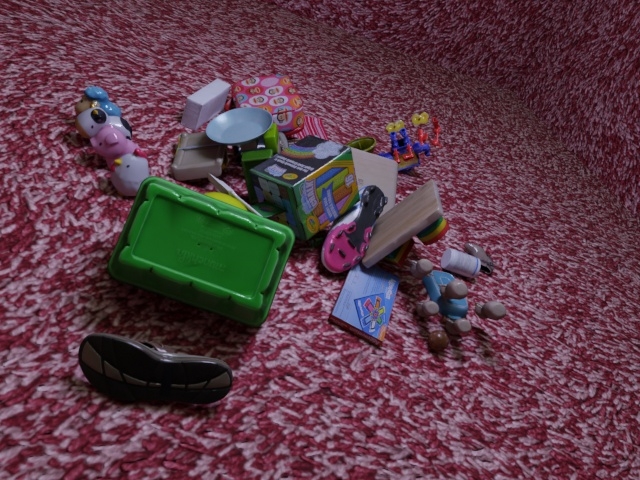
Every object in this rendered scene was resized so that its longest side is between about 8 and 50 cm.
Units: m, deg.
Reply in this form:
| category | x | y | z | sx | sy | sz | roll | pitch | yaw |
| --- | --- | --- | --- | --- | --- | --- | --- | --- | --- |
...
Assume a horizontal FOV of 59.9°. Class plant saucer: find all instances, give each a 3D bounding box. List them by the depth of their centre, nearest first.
| category | x | y | z | sx | sy | sz | roll | pitch | yaw |
| --- | --- | --- | --- | --- | --- | --- | --- | --- | --- |
| plant saucer | -0.228 | -0.318 | 1.593 | 0.194 | 0.037 | 0.195 | -5 | 43 | 5 |

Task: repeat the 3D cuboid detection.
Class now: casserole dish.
| category | x | y | z | sx | sy | sz | roll | pitch | yaw |
| --- | --- | --- | --- | --- | --- | --- | --- | --- | --- |
| casserole dish | 0.370 | 0.151 | 1.629 | 0.114 | 0.037 | 0.188 | 11 | 38 | -22 |

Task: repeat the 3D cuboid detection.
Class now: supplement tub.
| category | x | y | z | sx | sy | sz | roll | pitch | yaw |
| --- | --- | --- | --- | --- | --- | --- | --- | --- | --- |
| supplement tub | 0.442 | 0.072 | 1.752 | 0.107 | 0.071 | 0.071 | 20 | 34 | -12 |

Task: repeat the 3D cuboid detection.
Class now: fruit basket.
| category | x | y | z | sx | sy | sz | roll | pitch | yaw |
| --- | --- | --- | --- | --- | --- | --- | --- | --- | --- |
| fruit basket | -0.256 | 0.010 | 1.257 | 0.391 | 0.283 | 0.392 | 19 | -9 | 3 |

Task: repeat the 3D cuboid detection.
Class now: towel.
| category | x | y | z | sx | sy | sz | roll | pitch | yaw |
| --- | --- | --- | --- | --- | --- | --- | --- | --- | --- |
| towel | -0.099 | -0.435 | 2.089 | 0.274 | 0.031 | 0.199 | 11 | 38 | -23 |

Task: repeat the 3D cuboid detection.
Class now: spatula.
| category | x | y | z | sx | sy | sz | roll | pitch | yaw |
| --- | --- | --- | --- | --- | --- | --- | --- | --- | --- |
| spatula | -0.198 | -0.070 | 1.446 | 0.242 | 0.168 | 0.019 | 41 | 69 | 13 |

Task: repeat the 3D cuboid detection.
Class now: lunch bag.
| category | x | y | z | sx | sy | sz | roll | pitch | yaw |
| --- | --- | --- | --- | --- | --- | --- | --- | --- | --- |
| lunch bag | -0.203 | -0.468 | 1.940 | 0.258 | 0.120 | 0.293 | -12 | 44 | -8 |

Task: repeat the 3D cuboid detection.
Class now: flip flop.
| category | x | y | z | sx | sy | sz | roll | pitch | yaw |
| --- | --- | --- | --- | --- | --- | --- | --- | --- | --- |
| flip flop | -0.298 | 0.231 | 1.018 | 0.276 | 0.112 | 0.080 | 13 | 11 | -17 |

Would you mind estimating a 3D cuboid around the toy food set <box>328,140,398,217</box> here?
| category | x | y | z | sx | sy | sz | roll | pitch | yaw |
| --- | --- | --- | --- | --- | --- | --- | --- | --- | --- |
| toy food set | 0.108 | -0.172 | 1.781 | 0.306 | 0.092 | 0.220 | 13 | 72 | -18 |

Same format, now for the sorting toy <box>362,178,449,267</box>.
| category | x | y | z | sx | sy | sz | roll | pitch | yaw |
| --- | --- | --- | --- | --- | --- | --- | --- | --- | --- |
| sorting toy | 0.250 | -0.030 | 1.593 | 0.089 | 0.257 | 0.255 | 48 | 21 | -14 |

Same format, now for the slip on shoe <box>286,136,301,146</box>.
| category | x | y | z | sx | sy | sz | roll | pitch | yaw |
| --- | --- | --- | --- | --- | --- | --- | --- | --- | --- |
| slip on shoe | -0.134 | -0.330 | 1.919 | 0.135 | 0.041 | 0.052 | -8 | 62 | -16 |

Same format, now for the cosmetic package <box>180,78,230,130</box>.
| category | x | y | z | sx | sy | sz | roll | pitch | yaw |
| --- | --- | --- | --- | --- | --- | --- | --- | --- | --- |
| cosmetic package | -0.383 | -0.460 | 1.866 | 0.060 | 0.099 | 0.239 | 27 | 33 | -1 |

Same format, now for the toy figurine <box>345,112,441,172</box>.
| category | x | y | z | sx | sy | sz | roll | pitch | yaw |
| --- | --- | --- | --- | --- | --- | --- | --- | --- | --- |
| toy figurine | 0.292 | -0.304 | 2.103 | 0.362 | 0.217 | 0.191 | -17 | 55 | 10 |

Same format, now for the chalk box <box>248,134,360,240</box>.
| category | x | y | z | sx | sy | sz | roll | pitch | yaw |
| --- | --- | --- | --- | --- | --- | --- | --- | --- | --- |
| chalk box | -0.061 | -0.130 | 1.497 | 0.289 | 0.179 | 0.180 | -37 | 42 | -27 |

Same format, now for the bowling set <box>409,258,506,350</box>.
| category | x | y | z | sx | sy | sz | roll | pitch | yaw |
| --- | --- | --- | --- | --- | --- | --- | --- | --- | --- |
| bowling set | 0.322 | 0.191 | 1.485 | 0.287 | 0.200 | 0.154 | 34 | -8 | 4 |

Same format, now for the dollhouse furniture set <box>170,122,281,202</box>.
| category | x | y | z | sx | sy | sz | roll | pitch | yaw |
| --- | --- | --- | --- | --- | --- | --- | --- | --- | --- |
| dollhouse furniture set | -0.268 | -0.221 | 1.636 | 0.301 | 0.151 | 0.198 | -6 | 42 | 4 |

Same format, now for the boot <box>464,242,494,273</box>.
| category | x | y | z | sx | sy | sz | roll | pitch | yaw |
| --- | --- | --- | --- | --- | --- | --- | --- | --- | --- |
| boot | 0.528 | 0.061 | 1.854 | 0.118 | 0.042 | 0.087 | 29 | 36 | 3 |

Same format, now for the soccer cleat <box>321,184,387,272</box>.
| category | x | y | z | sx | sy | sz | roll | pitch | yaw |
| --- | --- | --- | --- | --- | --- | --- | --- | --- | --- |
| soccer cleat | 0.081 | -0.024 | 1.592 | 0.116 | 0.143 | 0.331 | 45 | 54 | -16 |

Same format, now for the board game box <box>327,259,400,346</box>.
| category | x | y | z | sx | sy | sz | roll | pitch | yaw |
| --- | --- | --- | --- | --- | --- | --- | --- | --- | --- |
| board game box | 0.121 | 0.152 | 1.465 | 0.145 | 0.027 | 0.281 | 27 | 34 | 2 |

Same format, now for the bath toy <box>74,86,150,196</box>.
| category | x | y | z | sx | sy | sz | roll | pitch | yaw |
| --- | --- | --- | --- | --- | --- | --- | --- | --- | --- |
| bath toy | -0.545 | -0.263 | 1.467 | 0.151 | 0.129 | 0.348 | -6 | 47 | -40 |

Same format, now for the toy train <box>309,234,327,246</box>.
| category | x | y | z | sx | sy | sz | roll | pitch | yaw |
| --- | --- | --- | --- | --- | --- | --- | --- | --- | --- |
| toy train | 0.000 | 0.000 | 1.585 | 0.083 | 0.024 | 0.017 | -15 | 52 | -46 |

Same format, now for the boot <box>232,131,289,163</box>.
| category | x | y | z | sx | sy | sz | roll | pitch | yaw |
| --- | --- | --- | --- | --- | --- | --- | --- | --- | --- |
| boot | -0.174 | -0.247 | 1.752 | 0.178 | 0.085 | 0.237 | -5 | 55 | -24 |

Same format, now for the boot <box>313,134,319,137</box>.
| category | x | y | z | sx | sy | sz | roll | pitch | yaw |
| --- | --- | --- | --- | --- | --- | --- | --- | --- | --- |
| boot | -0.001 | -0.251 | 1.873 | 0.123 | 0.095 | 0.258 | 26 | 42 | -13 |
